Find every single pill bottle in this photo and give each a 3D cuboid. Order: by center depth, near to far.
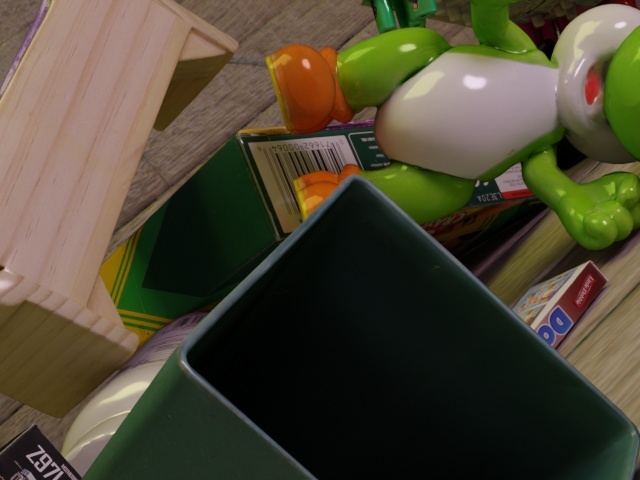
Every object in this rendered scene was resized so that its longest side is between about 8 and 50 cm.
[{"bbox_3d":[-0.100,0.159,0.812,0.160,0.160,0.283,-40,4,10],"label":"pill bottle"}]

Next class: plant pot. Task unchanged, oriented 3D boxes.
[{"bbox_3d":[-0.019,0.129,0.454,0.234,0.165,0.166,-48,0,33],"label":"plant pot"}]

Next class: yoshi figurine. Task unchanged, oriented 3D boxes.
[{"bbox_3d":[0.154,-0.095,0.769,0.362,0.203,0.204,-13,-39,-2],"label":"yoshi figurine"}]

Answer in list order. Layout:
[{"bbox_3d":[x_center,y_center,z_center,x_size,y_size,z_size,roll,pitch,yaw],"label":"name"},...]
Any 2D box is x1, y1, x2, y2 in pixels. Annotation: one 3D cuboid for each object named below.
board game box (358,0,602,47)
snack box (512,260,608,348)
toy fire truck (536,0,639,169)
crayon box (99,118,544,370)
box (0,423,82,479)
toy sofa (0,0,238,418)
[{"bbox_3d":[0.298,-0.285,1.104,0.390,0.050,0.390,-21,-9,37],"label":"board game box"},{"bbox_3d":[0.113,0.080,0.684,0.178,0.022,0.064,-43,4,-33],"label":"snack box"},{"bbox_3d":[0.324,-0.204,1.123,0.246,0.158,0.217,-53,8,-21],"label":"toy fire truck"},{"bbox_3d":[0.000,0.000,1.064,0.362,0.106,0.313,-9,-20,-40],"label":"crayon box"},{"bbox_3d":[-0.146,0.209,0.547,0.077,0.180,0.147,-38,5,27],"label":"box"},{"bbox_3d":[-0.211,-0.057,0.897,0.150,0.177,0.363,-39,30,45],"label":"toy sofa"}]
